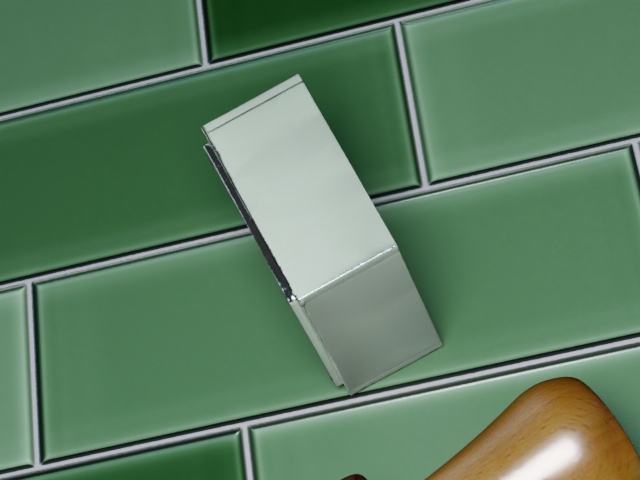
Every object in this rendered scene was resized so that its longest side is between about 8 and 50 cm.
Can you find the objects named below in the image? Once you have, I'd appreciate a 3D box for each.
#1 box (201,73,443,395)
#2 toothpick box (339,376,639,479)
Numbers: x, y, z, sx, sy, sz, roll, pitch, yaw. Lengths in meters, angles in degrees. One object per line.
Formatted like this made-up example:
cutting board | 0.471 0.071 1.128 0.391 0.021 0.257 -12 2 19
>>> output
box | 0.000 0.000 1.775 0.117 0.225 0.225 -29 59 0
toothpick box | 0.140 0.253 1.627 0.294 0.192 0.192 -31 59 -8
